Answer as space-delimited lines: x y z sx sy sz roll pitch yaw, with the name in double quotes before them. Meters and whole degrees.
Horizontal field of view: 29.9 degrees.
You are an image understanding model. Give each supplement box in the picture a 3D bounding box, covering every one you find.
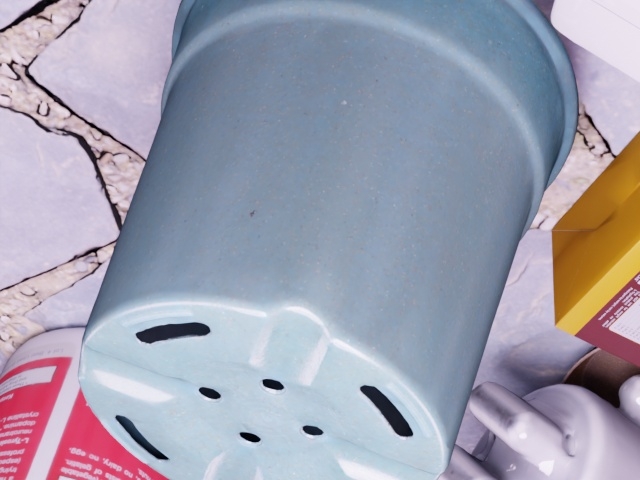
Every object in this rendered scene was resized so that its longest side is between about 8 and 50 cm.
"supplement box" 0.330 0.012 1.008 0.194 0.129 0.191 25 130 -13

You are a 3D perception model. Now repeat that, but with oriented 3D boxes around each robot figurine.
"robot figurine" 0.272 0.273 1.155 0.353 0.200 0.300 36 94 -20

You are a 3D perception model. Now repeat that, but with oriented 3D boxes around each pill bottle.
"pill bottle" -0.262 0.300 1.176 0.229 0.408 0.229 5 132 6

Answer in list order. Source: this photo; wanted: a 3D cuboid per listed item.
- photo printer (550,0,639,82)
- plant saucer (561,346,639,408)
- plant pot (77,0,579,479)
"photo printer" 0.320 -0.172 0.764 0.307 0.107 0.256 38 139 23
"plant saucer" 0.336 0.150 1.193 0.198 0.036 0.198 5 131 6
"plant pot" 0.000 0.000 0.879 0.341 0.334 0.341 11 139 9
